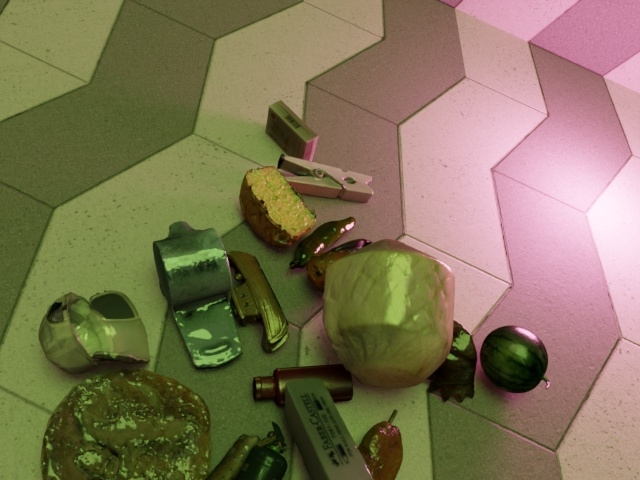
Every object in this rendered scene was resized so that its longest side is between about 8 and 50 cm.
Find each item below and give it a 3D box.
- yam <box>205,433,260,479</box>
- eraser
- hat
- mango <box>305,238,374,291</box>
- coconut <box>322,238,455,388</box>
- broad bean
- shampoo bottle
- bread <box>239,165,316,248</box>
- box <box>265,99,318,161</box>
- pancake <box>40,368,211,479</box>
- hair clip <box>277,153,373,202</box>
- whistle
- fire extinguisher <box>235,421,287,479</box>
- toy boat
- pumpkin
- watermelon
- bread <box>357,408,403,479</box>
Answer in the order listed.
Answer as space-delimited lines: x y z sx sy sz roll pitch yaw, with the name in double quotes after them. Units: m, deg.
-0.240 0.570 1.352 0.071 0.067 0.317 -2 31 36 "yam"
0.015 0.489 1.404 0.111 0.077 0.352 2 37 -31 "eraser"
-0.553 0.243 1.464 0.275 0.161 0.232 17 35 -36 "hat"
0.069 0.073 1.773 0.248 0.151 0.156 -26 31 -36 "mango"
0.187 0.182 1.596 0.344 0.415 0.415 0 52 11 "coconut"
0.000 0.000 1.853 0.077 0.061 0.339 30 50 25 "broad bean"
-0.048 0.383 1.562 0.260 0.064 0.102 0 62 -16 "shampoo bottle"
-0.148 -0.091 1.827 0.260 0.147 0.160 48 47 11 "bread"
-0.102 -0.367 2.036 0.058 0.141 0.201 -35 69 -28 "box"
-0.440 0.470 1.367 0.387 0.082 0.387 13 52 -16 "pancake"
0.016 -0.201 1.987 0.330 0.085 0.101 9 55 -13 "hair clip"
-0.334 0.144 1.604 0.168 0.188 0.405 -14 94 -22 "whistle"
-0.156 0.566 1.333 0.095 0.114 0.311 39 68 -24 "fire extinguisher"
-0.194 0.166 1.661 0.121 0.089 0.321 -23 63 -12 "toy boat"
0.355 0.331 1.675 0.130 0.149 0.254 -15 61 -35 "pumpkin"
0.567 0.346 1.695 0.214 0.188 0.188 26 49 28 "watermelon"
0.123 0.570 1.470 0.124 0.084 0.344 41 52 -9 "bread"
